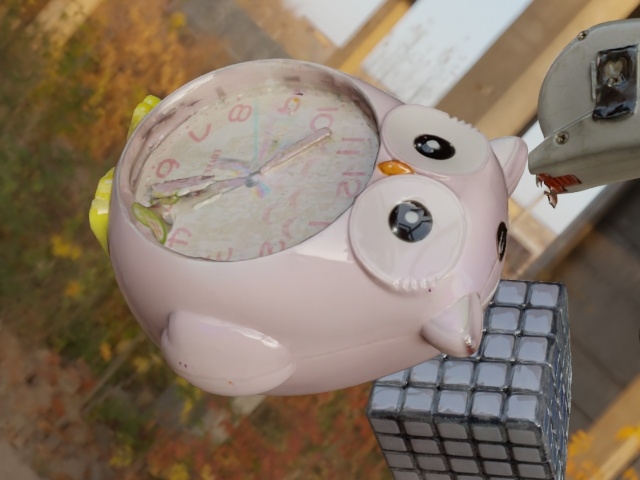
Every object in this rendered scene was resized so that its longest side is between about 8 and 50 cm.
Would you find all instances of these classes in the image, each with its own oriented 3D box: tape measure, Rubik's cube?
[{"bbox_3d":[0.443,-0.199,1.889,0.130,0.258,0.265,28,58,-47],"label":"tape measure"},{"bbox_3d":[0.211,0.206,1.725,0.238,0.237,0.237,2,-37,18],"label":"Rubik's cube"}]

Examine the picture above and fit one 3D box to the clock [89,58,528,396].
[{"bbox_3d":[0.000,0.000,1.262,0.376,0.368,0.251,6,-37,20],"label":"clock"}]
